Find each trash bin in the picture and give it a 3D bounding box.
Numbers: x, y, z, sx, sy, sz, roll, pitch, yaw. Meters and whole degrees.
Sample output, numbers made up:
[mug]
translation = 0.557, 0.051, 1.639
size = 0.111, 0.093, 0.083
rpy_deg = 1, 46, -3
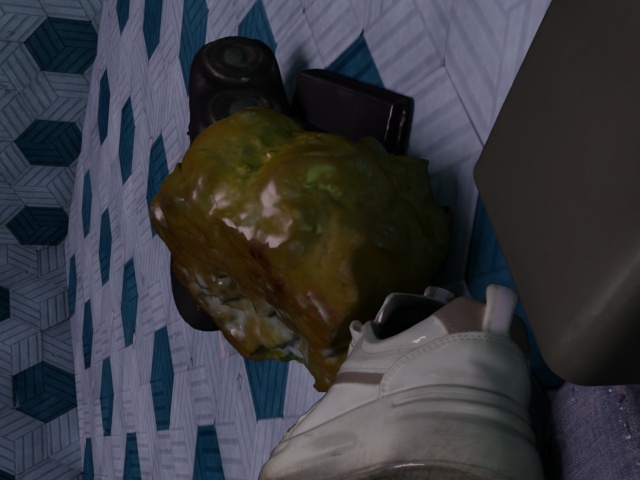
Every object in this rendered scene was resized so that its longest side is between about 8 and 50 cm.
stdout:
[trash bin]
translation = 0.172, -0.064, 0.439
size = 0.240, 0.122, 0.164
rpy_deg = 113, 151, -48

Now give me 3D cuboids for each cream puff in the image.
[cream puff]
translation = 0.000, 0.001, 0.824
size = 0.282, 0.185, 0.282
rpy_deg = 34, 153, 20

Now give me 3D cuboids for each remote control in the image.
[remote control]
translation = 0.025, -0.123, 0.956
size = 0.245, 0.025, 0.063
rpy_deg = -144, 63, -65

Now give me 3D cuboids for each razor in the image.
[razor]
translation = -0.106, -0.057, 1.158
size = 0.349, 0.113, 0.204
rpy_deg = 106, 158, -48

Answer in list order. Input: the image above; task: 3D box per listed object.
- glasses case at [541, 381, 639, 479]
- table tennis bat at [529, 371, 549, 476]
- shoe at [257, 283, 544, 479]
[glasses case]
translation = 0.173, 0.188, 0.481
size = 0.109, 0.067, 0.282
rpy_deg = 105, 155, -49
[table tennis bat]
translation = 0.097, 0.172, 0.732
size = 0.244, 0.040, 0.153
rpy_deg = 131, 139, -53
[shoe]
translation = 0.053, 0.110, 0.674
size = 0.316, 0.124, 0.159
rpy_deg = 145, 143, -64
